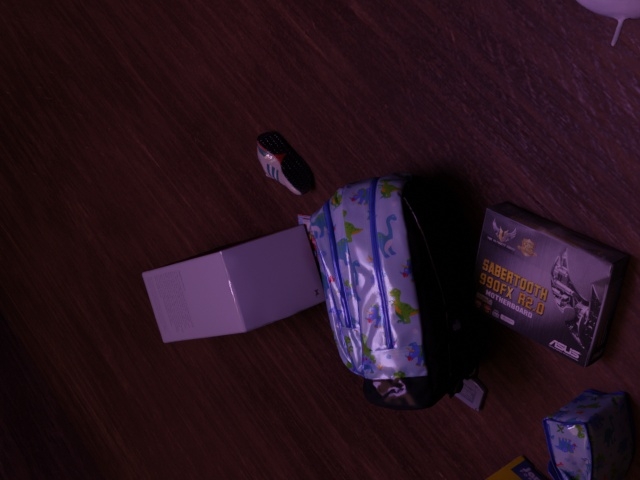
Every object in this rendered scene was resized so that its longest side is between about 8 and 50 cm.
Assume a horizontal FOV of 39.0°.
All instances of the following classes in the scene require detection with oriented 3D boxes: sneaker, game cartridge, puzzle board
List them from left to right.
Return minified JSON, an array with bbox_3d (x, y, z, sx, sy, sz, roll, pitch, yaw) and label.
[{"bbox_3d":[-0.075,-0.143,1.827,0.161,0.057,0.075,50,152,21],"label":"sneaker"},{"bbox_3d":[0.000,0.000,1.820,0.128,0.011,0.096,10,112,46],"label":"puzzle board"},{"bbox_3d":[0.260,0.262,1.626,0.083,0.017,0.056,35,132,35],"label":"game cartridge"}]

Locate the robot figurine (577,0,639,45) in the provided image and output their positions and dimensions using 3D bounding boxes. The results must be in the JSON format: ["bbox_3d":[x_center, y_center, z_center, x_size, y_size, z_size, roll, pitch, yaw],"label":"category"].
[{"bbox_3d":[0.373,-0.423,1.092,0.300,0.200,0.353,-14,95,16],"label":"robot figurine"}]

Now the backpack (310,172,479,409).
[{"bbox_3d":[0.124,0.066,1.504,0.273,0.290,0.355,4,101,25],"label":"backpack"}]

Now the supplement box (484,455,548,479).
[{"bbox_3d":[0.301,0.586,1.565,0.194,0.195,0.356,41,131,31],"label":"supplement box"}]

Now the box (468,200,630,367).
[{"bbox_3d":[0.350,0.065,1.418,0.231,0.056,0.183,29,125,38],"label":"box"}]

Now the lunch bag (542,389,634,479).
[{"bbox_3d":[0.416,0.321,1.386,0.096,0.129,0.151,-6,101,50],"label":"lunch bag"}]

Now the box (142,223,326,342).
[{"bbox_3d":[-0.189,0.096,1.903,0.345,0.215,0.168,-14,94,52],"label":"box"}]
